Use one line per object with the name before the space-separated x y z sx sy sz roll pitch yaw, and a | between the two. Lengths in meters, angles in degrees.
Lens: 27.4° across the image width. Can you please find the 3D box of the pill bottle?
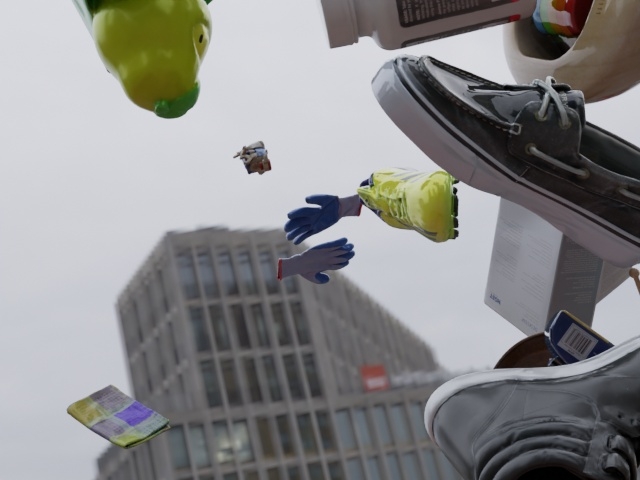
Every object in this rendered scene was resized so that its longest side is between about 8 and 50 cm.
pill bottle | 0.153 -0.388 1.990 0.318 0.176 0.176 -14 -22 -1

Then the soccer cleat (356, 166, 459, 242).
soccer cleat | 0.109 -0.049 1.689 0.121 0.093 0.289 5 3 -6

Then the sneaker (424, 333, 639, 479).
sneaker | 0.240 0.154 1.010 0.295 0.147 0.105 -10 -57 -6

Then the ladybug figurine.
ladybug figurine | 0.424 -0.352 2.040 0.162 0.305 0.449 12 11 -18

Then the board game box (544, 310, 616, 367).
board game box | 0.312 0.154 1.380 0.060 0.194 0.194 -54 -9 -1

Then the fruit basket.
fruit basket | -0.247 -0.371 1.946 0.283 0.392 0.392 -40 -18 -13

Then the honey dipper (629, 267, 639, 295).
honey dipper | 0.552 0.097 2.254 0.030 0.030 0.161 -20 -45 15

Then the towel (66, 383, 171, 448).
towel | -0.183 0.159 1.188 0.060 0.083 0.009 -22 -52 -43

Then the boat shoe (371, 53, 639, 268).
boat shoe | 0.208 -0.100 1.244 0.335 0.121 0.119 27 -57 -19

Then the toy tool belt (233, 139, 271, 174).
toy tool belt | -0.107 -0.123 2.044 0.051 0.083 0.052 -12 -65 -6

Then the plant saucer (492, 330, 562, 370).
plant saucer | 0.290 0.210 1.621 0.198 0.199 0.036 -10 -4 -10

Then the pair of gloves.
pair of gloves | 0.000 0.000 2.249 0.159 0.023 0.198 -14 -49 -28

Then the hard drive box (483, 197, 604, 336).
hard drive box | 0.349 0.023 2.034 0.089 0.181 0.232 -3 -67 -25

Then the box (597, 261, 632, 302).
box | 0.456 0.006 2.224 0.091 0.130 0.170 -37 -28 -14
